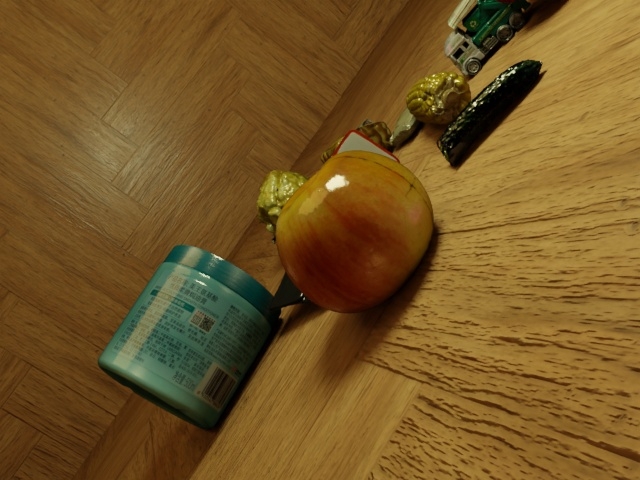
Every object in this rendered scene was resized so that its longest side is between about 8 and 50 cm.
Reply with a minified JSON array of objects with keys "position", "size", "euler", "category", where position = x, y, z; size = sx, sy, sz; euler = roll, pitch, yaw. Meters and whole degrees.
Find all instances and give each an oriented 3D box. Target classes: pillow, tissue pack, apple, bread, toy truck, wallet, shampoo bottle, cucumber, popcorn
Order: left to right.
[{"position":[-0.319,0.242,1.504],"size":[0.343,0.331,0.331],"euler":[-61,14,-24],"category":"shampoo bottle"},{"position":[-0.096,-0.104,1.900],"size":[0.249,0.249,0.225],"euler":[-99,34,-73],"category":"popcorn"},{"position":[0.011,0.035,1.389],"size":[0.322,0.041,0.247],"euler":[-17,43,50],"category":"wallet"},{"position":[0.056,-0.020,1.057],"size":[0.286,0.233,0.286],"euler":[-50,11,14],"category":"apple"},{"position":[0.100,-0.256,1.743],"size":[0.181,0.096,0.222],"euler":[-27,1,-22],"category":"bread"},{"position":[0.254,-0.346,1.639],"size":[0.208,0.053,0.119],"euler":[-58,9,-22],"category":"pillow"},{"position":[0.339,-0.551,1.424],"size":[0.108,0.023,0.056],"euler":[-55,11,28],"category":"tissue pack"},{"position":[0.387,-0.509,1.446],"size":[0.216,0.116,0.110],"euler":[-46,15,32],"category":"toy truck"},{"position":[0.310,-0.247,1.135],"size":[0.245,0.067,0.067],"euler":[-50,13,23],"category":"cucumber"}]

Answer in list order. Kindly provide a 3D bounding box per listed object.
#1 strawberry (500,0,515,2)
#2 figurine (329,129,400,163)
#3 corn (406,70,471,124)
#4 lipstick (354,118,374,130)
[{"position":[0.466,-0.665,1.281],"size":[0.311,0.267,0.352],"euler":[0,63,37],"category":"strawberry"},{"position":[0.071,-0.142,1.594],"size":[0.184,0.160,0.226],"euler":[-57,4,-20],"category":"figurine"},{"position":[0.264,-0.327,1.409],"size":[0.119,0.119,0.322],"euler":[-53,9,4],"category":"corn"},{"position":[0.107,-0.304,2.021],"size":[0.253,0.079,0.077],"euler":[-36,22,58],"category":"lipstick"}]
